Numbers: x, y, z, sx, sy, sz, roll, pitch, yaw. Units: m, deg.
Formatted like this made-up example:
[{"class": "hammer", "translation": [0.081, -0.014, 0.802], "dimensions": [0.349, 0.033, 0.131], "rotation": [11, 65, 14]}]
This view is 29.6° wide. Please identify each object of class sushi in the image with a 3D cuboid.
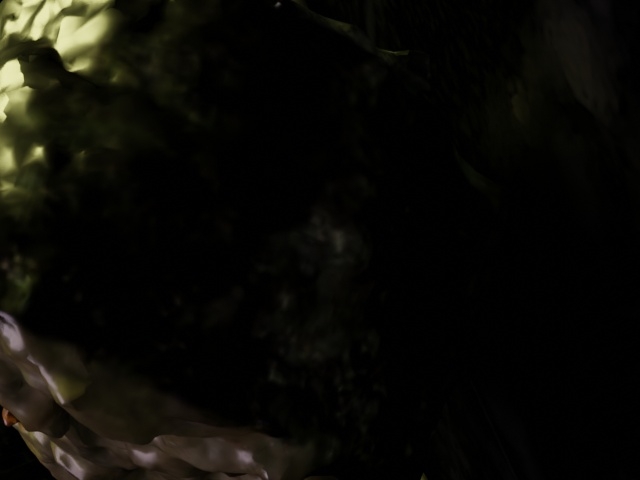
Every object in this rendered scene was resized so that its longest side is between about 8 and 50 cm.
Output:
[{"class": "sushi", "translation": [-0.043, 0.036, 0.509], "dimensions": [0.350, 0.211, 0.171], "rotation": [88, -163, -70]}]

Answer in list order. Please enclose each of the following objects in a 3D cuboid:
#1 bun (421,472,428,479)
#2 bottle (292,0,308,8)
[{"class": "bun", "translation": [-0.017, 0.182, 0.961], "dimensions": [0.237, 0.116, 0.210], "rotation": [26, 150, 34]}, {"class": "bottle", "translation": [-0.068, -0.130, 0.649], "dimensions": [0.110, 0.110, 0.233], "rotation": [99, 146, -75]}]
